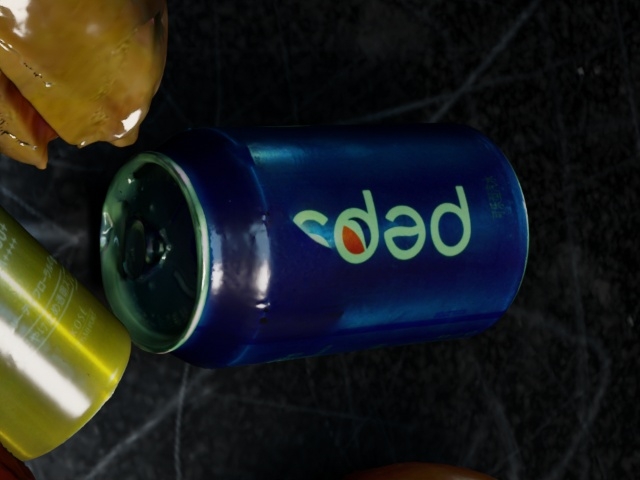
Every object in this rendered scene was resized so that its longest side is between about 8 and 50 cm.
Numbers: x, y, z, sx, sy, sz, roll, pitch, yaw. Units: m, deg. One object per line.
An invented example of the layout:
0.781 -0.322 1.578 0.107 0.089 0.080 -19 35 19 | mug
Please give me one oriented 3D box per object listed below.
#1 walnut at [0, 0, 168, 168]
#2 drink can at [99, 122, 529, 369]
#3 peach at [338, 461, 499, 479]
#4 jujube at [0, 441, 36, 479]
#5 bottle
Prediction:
-0.151 -0.132 0.669 0.245 0.137 0.137 45 63 -27 | walnut
0.000 0.000 0.785 0.205 0.118 0.118 -5 91 -37 | drink can
0.044 0.215 0.802 0.190 0.226 0.196 8 121 -5 | peach
-0.195 0.220 0.547 0.276 0.276 0.376 -14 98 -36 | jujube
-0.202 -0.025 0.659 0.286 0.082 0.082 47 63 -25 | bottle
